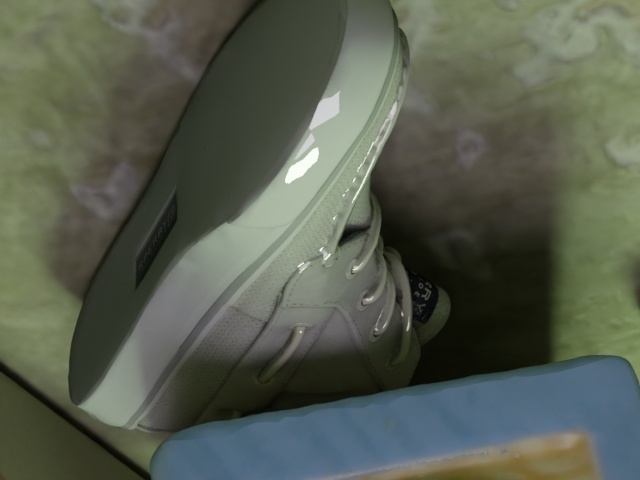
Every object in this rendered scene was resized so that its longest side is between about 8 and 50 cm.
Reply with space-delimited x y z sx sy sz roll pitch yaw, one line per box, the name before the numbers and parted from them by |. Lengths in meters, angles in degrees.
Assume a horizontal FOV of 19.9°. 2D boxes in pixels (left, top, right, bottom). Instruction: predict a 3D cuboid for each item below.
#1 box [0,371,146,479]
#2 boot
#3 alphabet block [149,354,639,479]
box | -0.152 0.172 0.859 0.148 0.121 0.311 -29 127 27
boot | 0.000 0.000 0.717 0.123 0.095 0.258 15 142 -21
alphabet block | 0.039 0.174 0.748 0.193 0.192 0.197 -8 161 -6
